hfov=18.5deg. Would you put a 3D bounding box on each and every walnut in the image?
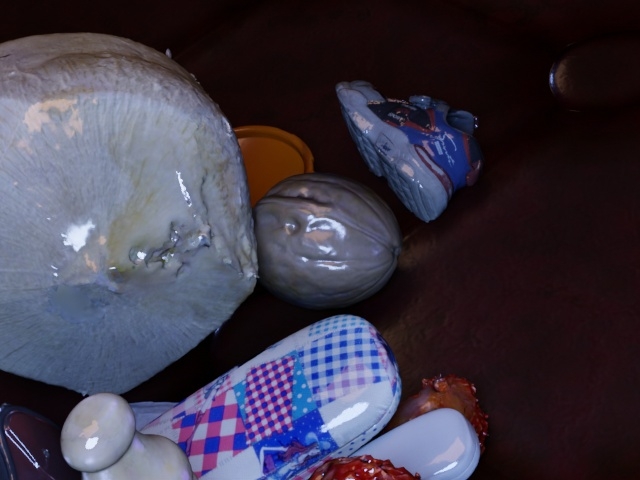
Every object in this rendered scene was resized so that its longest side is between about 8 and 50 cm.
[{"bbox_3d":[0.001,0.001,1.974,0.162,0.140,0.140,6,44,40],"label":"walnut"}]

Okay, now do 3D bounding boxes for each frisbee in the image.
[{"bbox_3d":[-0.096,-0.054,2.151,0.192,0.035,0.192,-11,40,10],"label":"frisbee"}]

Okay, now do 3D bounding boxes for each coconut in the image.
[{"bbox_3d":[-0.230,-0.020,1.910,0.346,0.346,0.360,-21,30,-3],"label":"coconut"}]

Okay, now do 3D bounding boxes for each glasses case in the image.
[{"bbox_3d":[-0.073,0.185,1.776,0.327,0.076,0.125,-33,50,12],"label":"glasses case"},{"bbox_3d":[0.054,0.216,1.732,0.193,0.049,0.074,-32,43,13],"label":"glasses case"}]

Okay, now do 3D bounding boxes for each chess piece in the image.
[{"bbox_3d":[-0.135,0.236,1.609,0.139,0.307,0.124,-33,42,-16],"label":"chess piece"}]

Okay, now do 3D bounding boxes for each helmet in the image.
[{"bbox_3d":[-0.297,0.256,1.740,0.189,0.193,0.216,-24,10,27],"label":"helmet"}]

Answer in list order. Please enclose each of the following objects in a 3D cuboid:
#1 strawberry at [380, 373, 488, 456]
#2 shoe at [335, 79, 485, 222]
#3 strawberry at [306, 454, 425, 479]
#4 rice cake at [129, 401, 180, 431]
[{"bbox_3d":[0.100,0.178,1.792,0.104,0.048,0.152,-9,37,17],"label":"strawberry"},{"bbox_3d":[0.104,-0.121,2.095,0.125,0.099,0.227,-33,46,-5],"label":"shoe"},{"bbox_3d":[0.058,0.274,1.604,0.201,0.184,0.187,10,6,1],"label":"strawberry"},{"bbox_3d":[-0.096,0.180,1.868,0.270,0.049,0.055,-3,63,19],"label":"rice cake"}]
